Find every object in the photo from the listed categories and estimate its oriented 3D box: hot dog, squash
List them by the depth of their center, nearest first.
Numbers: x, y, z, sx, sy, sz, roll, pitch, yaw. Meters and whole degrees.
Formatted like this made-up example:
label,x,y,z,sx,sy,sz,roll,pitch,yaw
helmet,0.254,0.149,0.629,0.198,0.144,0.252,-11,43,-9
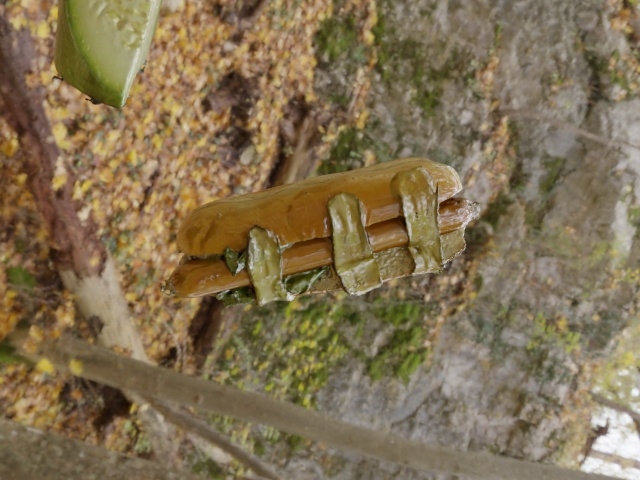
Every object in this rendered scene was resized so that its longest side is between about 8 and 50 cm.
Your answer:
label,x,y,z,sx,sy,sz,roll,pitch,yaw
hot dog,0.000,0.000,0.603,0.072,0.270,0.109,-105,-178,-53
squash,-0.217,-0.320,0.801,0.203,0.111,0.288,-94,-156,-58
